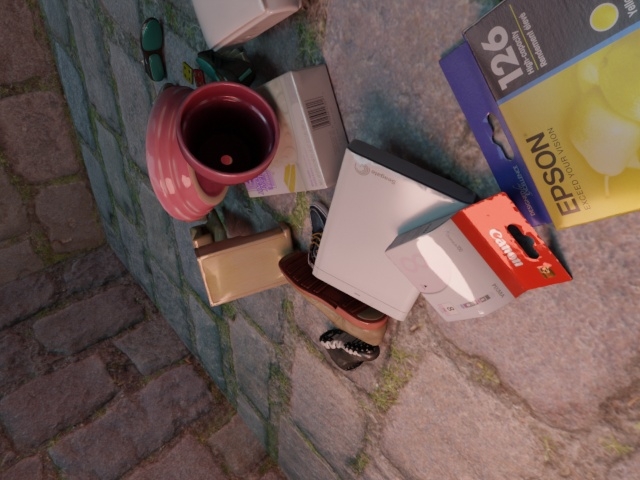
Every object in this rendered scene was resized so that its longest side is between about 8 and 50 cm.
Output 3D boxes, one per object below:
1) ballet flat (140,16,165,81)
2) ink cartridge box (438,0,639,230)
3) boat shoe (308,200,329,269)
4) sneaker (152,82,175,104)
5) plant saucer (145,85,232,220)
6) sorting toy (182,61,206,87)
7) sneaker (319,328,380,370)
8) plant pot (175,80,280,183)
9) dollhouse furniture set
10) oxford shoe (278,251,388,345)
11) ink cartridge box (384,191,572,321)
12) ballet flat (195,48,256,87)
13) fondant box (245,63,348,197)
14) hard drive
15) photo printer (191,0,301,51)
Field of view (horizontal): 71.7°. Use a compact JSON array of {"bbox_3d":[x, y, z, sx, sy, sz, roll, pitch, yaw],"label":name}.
[{"bbox_3d":[-0.527,-0.595,1.372,0.074,0.074,0.203,44,145,25],"label":"ballet flat"},{"bbox_3d":[0.308,-0.170,0.554,0.307,0.072,0.303,-24,93,54],"label":"ink cartridge box"},{"bbox_3d":[0.000,0.000,1.068,0.065,0.083,0.183,-15,100,56],"label":"boat shoe"},{"bbox_3d":[-0.434,-0.370,1.380,0.271,0.100,0.108,56,141,10],"label":"sneaker"},{"bbox_3d":[-0.305,-0.213,1.104,0.084,0.332,0.331,1,120,12],"label":"plant saucer"},{"bbox_3d":[-0.330,-0.373,1.281,0.132,0.046,0.274,25,132,43],"label":"sorting toy"},{"bbox_3d":[0.089,0.299,1.172,0.234,0.078,0.106,-7,110,59],"label":"sneaker"},{"bbox_3d":[-0.199,-0.203,0.942,0.201,0.202,0.180,61,161,2],"label":"plant pot"},{"bbox_3d":[-0.256,0.005,1.361,0.394,0.257,0.361,-134,32,-60],"label":"dollhouse furniture set"},{"bbox_3d":[0.019,0.148,1.118,0.348,0.123,0.130,34,143,37],"label":"oxford shoe"},{"bbox_3d":[0.248,0.041,0.735,0.189,0.066,0.232,48,148,-11],"label":"ink cartridge box"},{"bbox_3d":[-0.215,-0.406,1.046,0.095,0.096,0.280,50,180,-42],"label":"ballet flat"},{"bbox_3d":[-0.087,-0.231,1.013,0.331,0.096,0.238,2,114,54],"label":"fondant box"},{"bbox_3d":[0.120,-0.001,0.877,0.233,0.047,0.352,27,137,12],"label":"hard drive"},{"bbox_3d":[-0.174,-0.543,0.821,0.256,0.107,0.307,6,117,52],"label":"photo printer"}]
